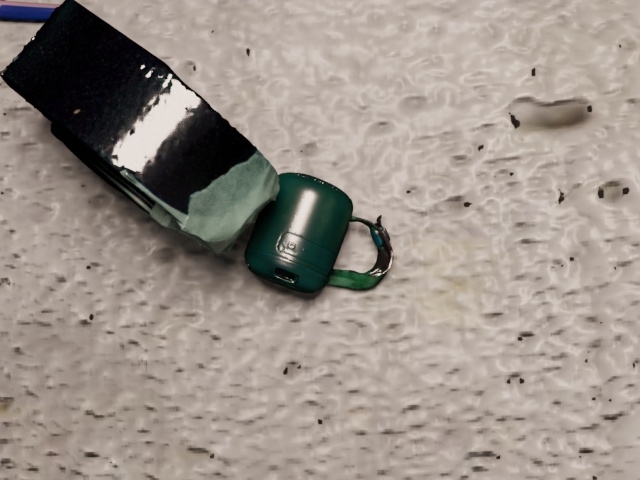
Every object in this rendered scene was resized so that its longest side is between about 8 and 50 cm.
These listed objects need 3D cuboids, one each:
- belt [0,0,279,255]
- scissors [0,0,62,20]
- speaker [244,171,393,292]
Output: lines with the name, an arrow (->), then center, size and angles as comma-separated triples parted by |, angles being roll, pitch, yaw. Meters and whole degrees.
belt -> -0.113, -0.067, 0.607 | 0.198, 0.151, 0.078 | 36, 84, 24
scissors -> -0.232, -0.180, 0.701 | 0.113, 0.012, 0.039 | -3, 82, 5
speaker -> 0.000, 0.000, 0.644 | 0.094, 0.060, 0.075 | 24, 84, -28
